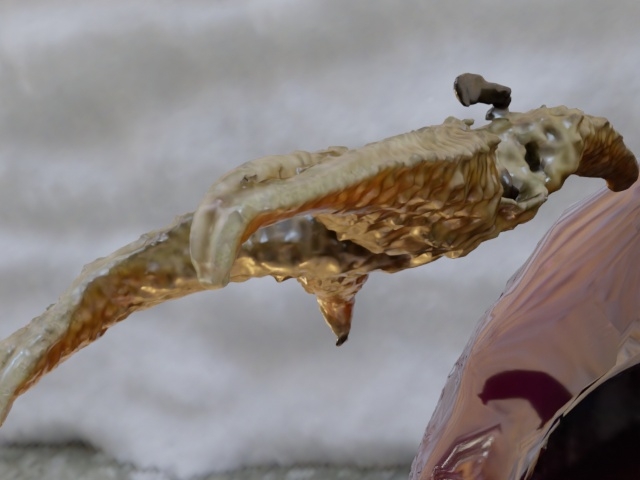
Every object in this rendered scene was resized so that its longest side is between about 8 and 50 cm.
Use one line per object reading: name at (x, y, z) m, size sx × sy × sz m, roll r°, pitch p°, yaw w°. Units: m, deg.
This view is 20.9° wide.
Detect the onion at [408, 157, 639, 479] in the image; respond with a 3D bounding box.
onion at (0.246, 0.096, 0.643) m, size 0.398 × 0.420 × 0.398 m, roll 9°, pitch 120°, yaw 17°

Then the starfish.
starfish at (-0.002, -0.001, 0.460) m, size 0.138 × 0.247 × 0.050 m, roll -29°, pitch 79°, yaw 26°
